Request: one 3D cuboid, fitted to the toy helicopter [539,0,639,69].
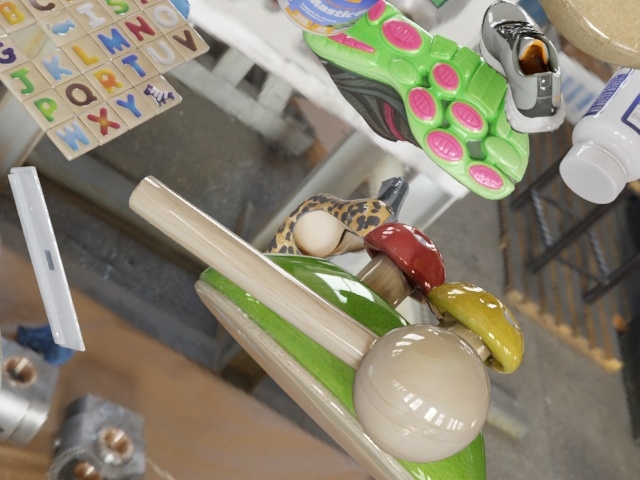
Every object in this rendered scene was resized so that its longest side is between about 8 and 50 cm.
[{"bbox_3d":[0.295,-0.178,0.668,0.355,0.140,0.234,-8,85,-16],"label":"toy helicopter"}]

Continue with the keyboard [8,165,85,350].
[{"bbox_3d":[-0.366,0.026,1.453,0.014,0.072,0.256,-24,106,-42],"label":"keyboard"}]

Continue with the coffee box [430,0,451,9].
[{"bbox_3d":[0.162,-0.386,1.345,0.113,0.040,0.184,41,64,-12],"label":"coffee box"}]

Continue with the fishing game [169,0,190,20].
[{"bbox_3d":[-0.241,-0.315,1.359,0.189,0.264,0.041,50,41,-8],"label":"fishing game"}]

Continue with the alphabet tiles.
[{"bbox_3d":[-0.242,-0.210,1.186,0.198,0.009,0.237,49,53,7],"label":"alphabet tiles"}]

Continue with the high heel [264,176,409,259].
[{"bbox_3d":[0.000,0.000,1.549,0.093,0.261,0.186,57,25,-13],"label":"high heel"}]

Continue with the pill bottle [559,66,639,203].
[{"bbox_3d":[0.399,-0.143,1.432,0.112,0.112,0.186,42,69,-4],"label":"pill bottle"}]

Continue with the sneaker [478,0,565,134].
[{"bbox_3d":[0.300,-0.275,1.578,0.100,0.108,0.271,-6,46,-4],"label":"sneaker"}]

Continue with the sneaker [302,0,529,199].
[{"bbox_3d":[0.171,-0.240,1.807,0.483,0.185,0.202,48,-5,28],"label":"sneaker"}]

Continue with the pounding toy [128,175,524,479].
[{"bbox_3d":[0.033,0.039,0.522,0.183,0.110,0.237,41,-11,22],"label":"pounding toy"}]

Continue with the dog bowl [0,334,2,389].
[{"bbox_3d":[-0.452,0.108,1.219,0.104,0.264,0.265,-8,43,2],"label":"dog bowl"}]

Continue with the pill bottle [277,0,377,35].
[{"bbox_3d":[0.044,-0.413,1.580,0.152,0.272,0.152,4,79,-20],"label":"pill bottle"}]
